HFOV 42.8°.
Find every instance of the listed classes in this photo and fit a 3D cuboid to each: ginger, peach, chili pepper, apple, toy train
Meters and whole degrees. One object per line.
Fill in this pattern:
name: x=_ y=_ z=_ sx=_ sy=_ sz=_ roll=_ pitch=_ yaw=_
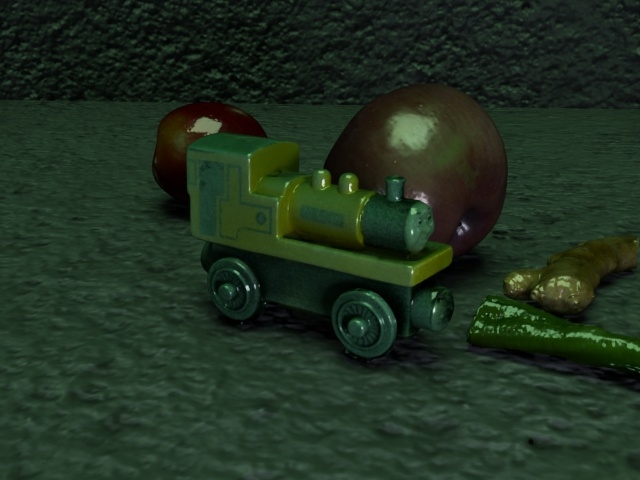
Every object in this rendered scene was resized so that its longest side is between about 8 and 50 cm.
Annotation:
ginger: x=0.374 y=0.044 z=1.157 sx=0.118 sy=0.065 sz=0.299 roll=21 pitch=25 yaw=39
peach: x=-0.203 y=-0.160 z=1.564 sx=0.243 sy=0.199 sz=0.243 roll=7 pitch=25 yaw=-3
chili pepper: x=0.341 y=0.118 z=0.916 sx=0.359 sy=0.076 sz=0.085 roll=7 pitch=38 yaw=33
apple: x=0.151 y=-0.091 z=1.235 sx=0.306 sy=0.305 sz=0.235 roll=-18 pitch=50 yaw=-42
toy train: x=0.000 y=0.000 z=1.019 sx=0.369 sy=0.237 sz=0.150 roll=12 pitch=20 yaw=32
